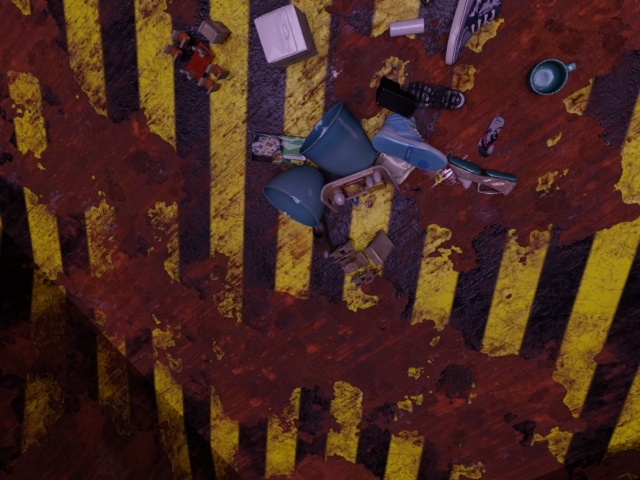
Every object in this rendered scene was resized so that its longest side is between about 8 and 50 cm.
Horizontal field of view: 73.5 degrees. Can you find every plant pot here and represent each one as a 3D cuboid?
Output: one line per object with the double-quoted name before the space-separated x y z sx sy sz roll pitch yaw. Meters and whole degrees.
"plant pot" 0.093 -0.395 1.817 0.255 0.271 0.271 37 111 -18
"plant pot" -0.084 -0.223 1.914 0.290 0.290 0.195 33 75 -1

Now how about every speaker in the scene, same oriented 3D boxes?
"speaker" 0.346 -0.853 1.715 0.136 0.055 0.055 -3 107 12

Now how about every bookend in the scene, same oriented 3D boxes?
"bookend" 0.312 -0.591 1.762 0.156 0.157 0.072 20 129 -8

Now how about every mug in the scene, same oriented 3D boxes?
"mug" 0.886 -0.630 1.664 0.158 0.097 0.129 11 109 6

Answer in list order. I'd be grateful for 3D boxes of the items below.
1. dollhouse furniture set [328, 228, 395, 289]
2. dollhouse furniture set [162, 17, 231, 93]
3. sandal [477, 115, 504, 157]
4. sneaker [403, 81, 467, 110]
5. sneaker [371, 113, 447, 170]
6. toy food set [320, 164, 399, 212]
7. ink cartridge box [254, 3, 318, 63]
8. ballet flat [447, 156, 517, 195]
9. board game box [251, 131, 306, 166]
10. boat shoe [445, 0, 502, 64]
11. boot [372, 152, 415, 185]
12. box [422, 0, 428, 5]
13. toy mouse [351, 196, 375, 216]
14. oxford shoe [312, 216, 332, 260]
"dollhouse furniture set" 0.208 0.073 2.029 0.242 0.161 0.212 -32 100 41
"dollhouse furniture set" -0.504 -0.821 1.870 0.262 0.135 0.259 42 122 -5
"sandal" 0.712 -0.432 1.792 0.067 0.040 0.179 21 111 3
"sneaker" 0.472 -0.587 1.763 0.268 0.106 0.101 23 117 24
"sneaker" 0.392 -0.426 1.773 0.319 0.208 0.127 24 150 2
"toy food set" 0.173 -0.205 1.829 0.306 0.220 0.092 -18 73 18
"ink cartridge box" -0.133 -0.814 1.723 0.168 0.232 0.171 -15 104 15
"ballet flat" 0.672 -0.262 1.828 0.316 0.107 0.106 19 124 5
"board game box" -0.189 -0.419 1.975 0.260 0.030 0.136 9 107 8
"boat shoe" 0.592 -0.840 1.632 0.158 0.127 0.340 16 110 13
"boot" 0.348 -0.366 1.867 0.165 0.077 0.213 39 112 -1
"box" 0.359 -1.021 1.641 0.058 0.087 0.232 -36 99 19
"toy mouse" 0.188 -0.210 1.970 0.143 0.031 0.161 30 111 0
"oxford shoe" 0.000 0.000 2.042 0.083 0.096 0.227 -12 107 12
